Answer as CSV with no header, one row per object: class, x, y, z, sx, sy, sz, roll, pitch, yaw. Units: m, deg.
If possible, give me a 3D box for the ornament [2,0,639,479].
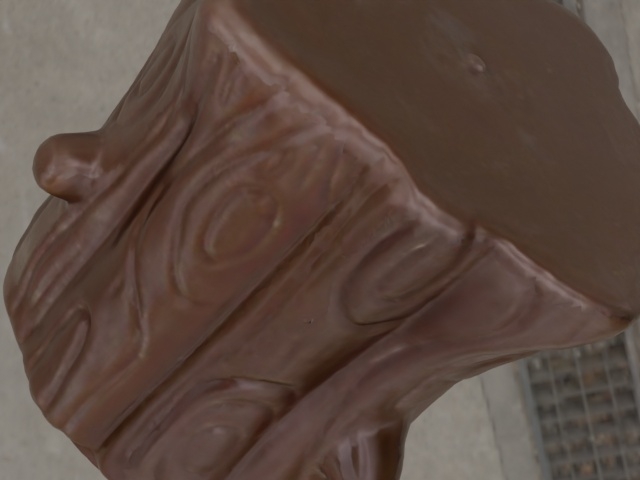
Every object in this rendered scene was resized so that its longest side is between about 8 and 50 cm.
ornament,0.000,0.000,0.624,0.217,0.235,0.221,-45,68,34
